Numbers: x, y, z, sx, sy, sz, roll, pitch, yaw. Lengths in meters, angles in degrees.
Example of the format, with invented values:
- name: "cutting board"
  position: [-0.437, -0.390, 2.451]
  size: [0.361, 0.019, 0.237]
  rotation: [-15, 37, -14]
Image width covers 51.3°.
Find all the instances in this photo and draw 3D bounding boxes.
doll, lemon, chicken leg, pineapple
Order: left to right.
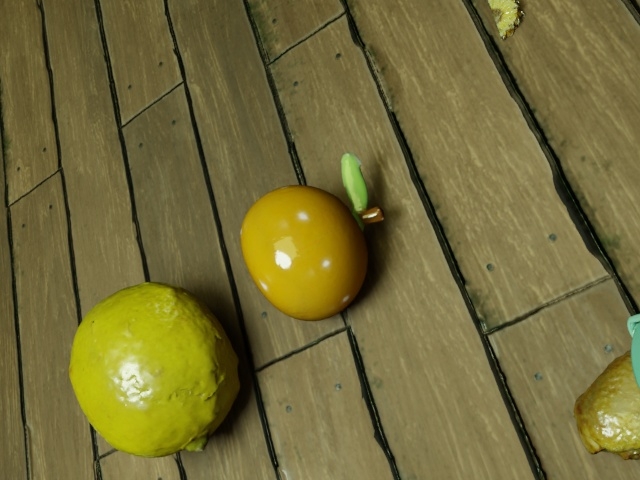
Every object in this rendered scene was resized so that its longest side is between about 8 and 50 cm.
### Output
- name: "lemon"
  position: [-0.264, 0.200, 1.064]
  size: [0.261, 0.260, 0.283]
  rotation: [-21, 64, 25]
- name: "doll"
  position: [0.000, 0.000, 1.007]
  size: [0.236, 0.213, 0.213]
  rotation: [-33, 59, 3]
- name: "pineapple"
  position: [0.292, -0.356, 1.043]
  size: [0.045, 0.019, 0.083]
  rotation: [-26, 63, 29]
- name: "chicken leg"
  position: [0.390, 0.148, 0.780]
  size: [0.107, 0.087, 0.251]
  rotation: [30, 85, 24]

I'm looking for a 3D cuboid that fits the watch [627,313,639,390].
- name: "watch"
  position: [0.443, 0.146, 0.707]
  size: [0.195, 0.068, 0.237]
  rotation: [-44, 81, -7]
